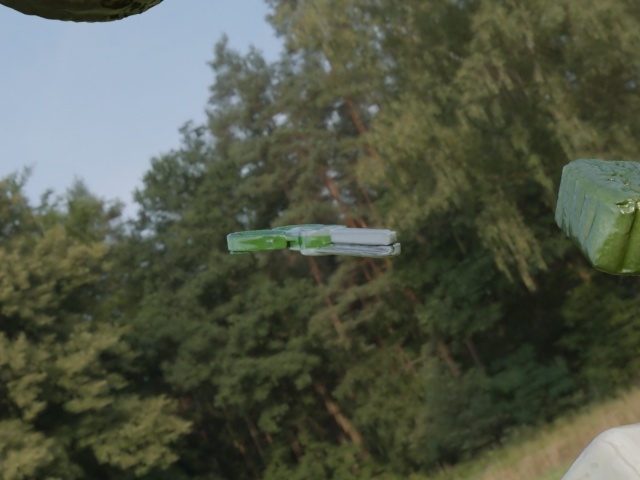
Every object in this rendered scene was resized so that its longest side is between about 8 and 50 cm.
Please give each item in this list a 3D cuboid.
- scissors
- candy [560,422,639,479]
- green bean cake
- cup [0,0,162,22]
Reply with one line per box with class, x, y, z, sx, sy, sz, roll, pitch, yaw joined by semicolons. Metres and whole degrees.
scissors;0.000;0.000;0.919;0.101;0.027;0.204;-11;7;-33
candy;0.378;0.372;1.040;0.145;0.359;0.208;12;-58;-45
green bean cake;0.484;-0.037;1.539;0.222;0.125;0.248;5;23;-5
cup;-0.139;-0.270;0.480;0.301;0.227;0.257;-17;-20;-43
